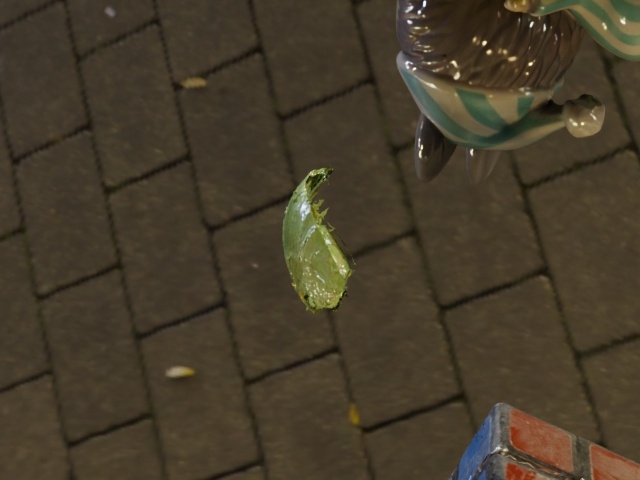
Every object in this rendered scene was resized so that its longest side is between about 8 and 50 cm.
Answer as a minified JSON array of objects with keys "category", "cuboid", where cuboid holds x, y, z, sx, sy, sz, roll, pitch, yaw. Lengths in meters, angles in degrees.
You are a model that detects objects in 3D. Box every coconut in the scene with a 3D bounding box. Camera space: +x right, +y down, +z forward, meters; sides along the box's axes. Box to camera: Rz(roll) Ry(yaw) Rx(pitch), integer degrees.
[{"category":"coconut","cuboid":[-0.004,0.003,1.192,0.055,0.158,0.133,-12,82,4]}]

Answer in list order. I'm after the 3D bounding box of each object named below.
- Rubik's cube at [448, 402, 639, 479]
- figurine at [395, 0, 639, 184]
[{"category":"Rubik's cube","cuboid":[0.246,0.409,1.436,0.304,0.305,0.301,24,119,-3]},{"category":"figurine","cuboid":[0.264,-0.228,1.708,0.361,0.377,0.266,17,45,8]}]
